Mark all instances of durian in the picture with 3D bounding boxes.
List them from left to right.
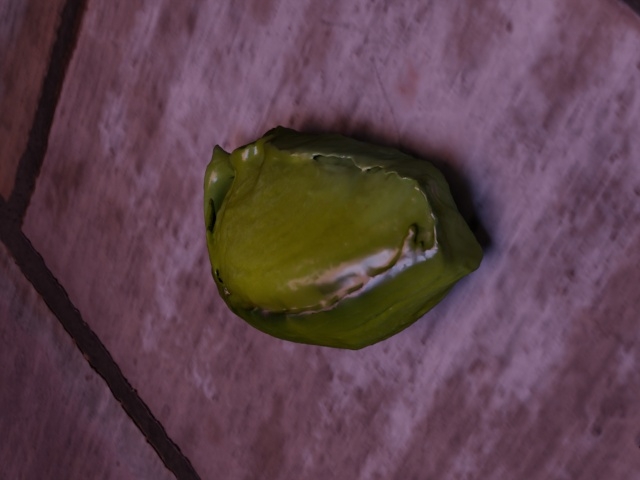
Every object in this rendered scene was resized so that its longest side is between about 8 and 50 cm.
[{"bbox_3d":[0.000,0.000,1.227,0.250,0.101,0.139,2,72,50],"label":"durian"}]
